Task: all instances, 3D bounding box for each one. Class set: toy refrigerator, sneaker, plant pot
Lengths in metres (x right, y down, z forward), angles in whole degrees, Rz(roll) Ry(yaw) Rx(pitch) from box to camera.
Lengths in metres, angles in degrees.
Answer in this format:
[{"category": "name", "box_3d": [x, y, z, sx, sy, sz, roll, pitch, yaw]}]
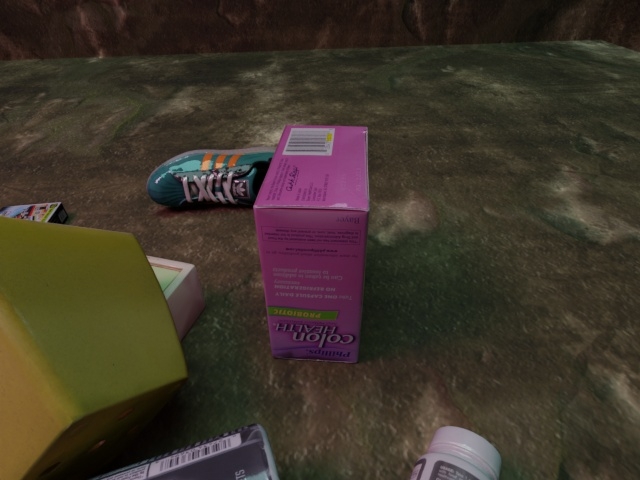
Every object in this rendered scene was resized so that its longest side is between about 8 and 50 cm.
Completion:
[{"category": "toy refrigerator", "box_3d": [-0.317, 0.071, 0.583, 0.270, 0.094, 0.102, 10, 38, 14]}, {"category": "sneaker", "box_3d": [-0.192, -0.124, 0.827, 0.303, 0.108, 0.121, -17, 35, -22]}, {"category": "plant pot", "box_3d": [-0.261, 0.123, 0.387, 0.187, 0.212, 0.212, 45, 9, 15]}]

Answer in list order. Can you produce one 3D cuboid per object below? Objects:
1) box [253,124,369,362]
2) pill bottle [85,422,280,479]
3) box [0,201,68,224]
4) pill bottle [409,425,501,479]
[{"category": "box", "box_3d": [0.000, 0.000, 0.543, 0.118, 0.242, 0.213, 2, 38, 5]}, {"category": "pill bottle", "box_3d": [-0.148, 0.247, 0.314, 0.246, 0.130, 0.130, -13, 39, -15]}, {"category": "box", "box_3d": [-0.555, 0.004, 0.727, 0.114, 0.036, 0.206, -6, 37, -5]}, {"category": "pill bottle", "box_3d": [0.110, 0.241, 0.355, 0.078, 0.078, 0.137, 19, 42, 25]}]
